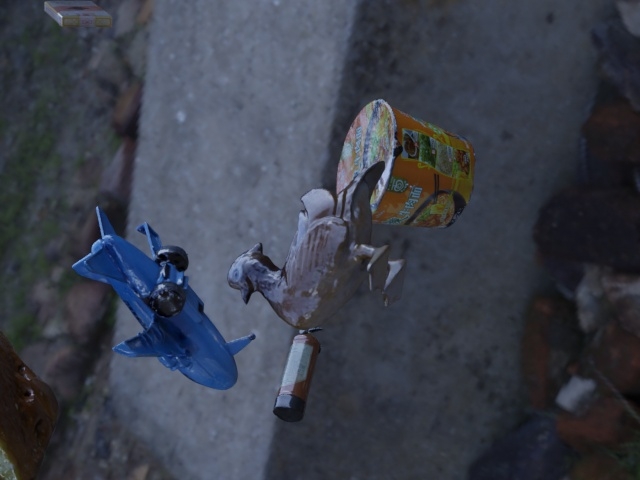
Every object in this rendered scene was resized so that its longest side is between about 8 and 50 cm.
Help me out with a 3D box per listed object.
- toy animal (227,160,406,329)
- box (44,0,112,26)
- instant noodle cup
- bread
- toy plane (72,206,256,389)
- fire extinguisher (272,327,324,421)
[{"bbox_3d":[0.000,0.000,1.247,0.179,0.089,0.188,11,73,29],"label":"toy animal"},{"bbox_3d":[-0.219,-0.205,1.113,0.083,0.046,0.012,-139,50,-61],"label":"box"},{"bbox_3d":[0.156,-0.120,2.206,0.230,0.182,0.230,-167,90,-68],"label":"instant noodle cup"},{"bbox_3d":[-0.396,0.193,1.439,0.110,0.184,0.234,-30,16,3],"label":"bread"},{"bbox_3d":[-0.181,0.082,1.472,0.105,0.271,0.254,-37,27,20],"label":"toy plane"},{"bbox_3d":[-0.029,0.197,1.930,0.062,0.050,0.177,-25,38,40],"label":"fire extinguisher"}]
